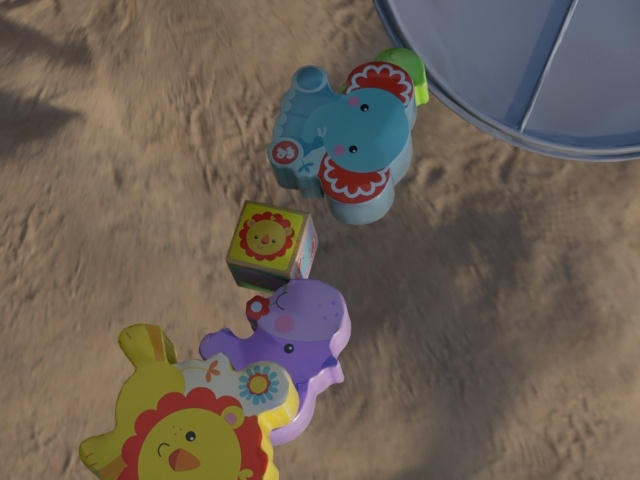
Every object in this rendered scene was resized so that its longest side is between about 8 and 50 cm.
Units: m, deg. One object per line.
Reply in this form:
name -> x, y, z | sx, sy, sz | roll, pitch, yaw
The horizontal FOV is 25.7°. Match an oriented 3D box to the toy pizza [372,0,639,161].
toy pizza -> 0.116, -0.133, 0.569 | 0.201, 0.032, 0.201 | 0, 102, 2

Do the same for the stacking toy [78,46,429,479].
stacking toy -> 0.000, 0.000, 0.442 | 0.052, 0.167, 0.221 | 12, 71, 12
